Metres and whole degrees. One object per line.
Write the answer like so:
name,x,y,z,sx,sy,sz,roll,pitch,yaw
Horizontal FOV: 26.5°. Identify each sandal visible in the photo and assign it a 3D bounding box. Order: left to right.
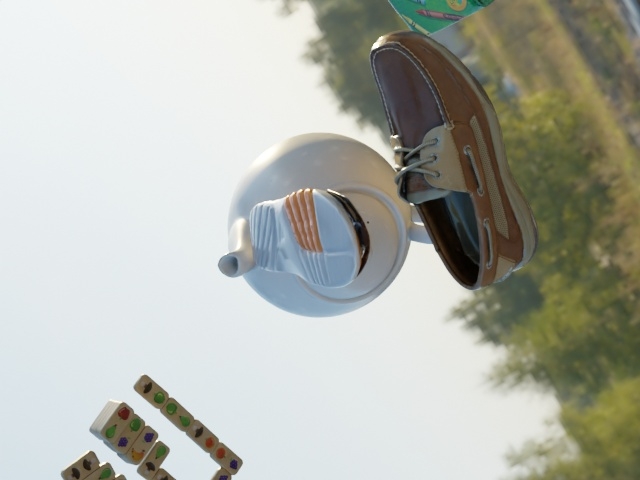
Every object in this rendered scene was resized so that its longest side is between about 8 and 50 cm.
sandal,-0.001,-0.011,1.465,0.265,0.076,0.102,-171,75,-66

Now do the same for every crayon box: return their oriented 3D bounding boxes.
crayon box,0.226,-0.372,1.664,0.081,0.278,0.165,52,158,-10

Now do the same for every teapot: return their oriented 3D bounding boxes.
teapot,0.021,-0.008,1.681,0.252,0.256,0.187,41,176,-27

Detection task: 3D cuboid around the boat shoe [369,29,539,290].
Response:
boat shoe,0.144,-0.089,1.574,0.116,0.123,0.324,-39,-76,-39

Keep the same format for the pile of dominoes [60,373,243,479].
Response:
pile of dominoes,-0.236,0.336,1.992,0.251,0.196,0.040,46,157,-28
